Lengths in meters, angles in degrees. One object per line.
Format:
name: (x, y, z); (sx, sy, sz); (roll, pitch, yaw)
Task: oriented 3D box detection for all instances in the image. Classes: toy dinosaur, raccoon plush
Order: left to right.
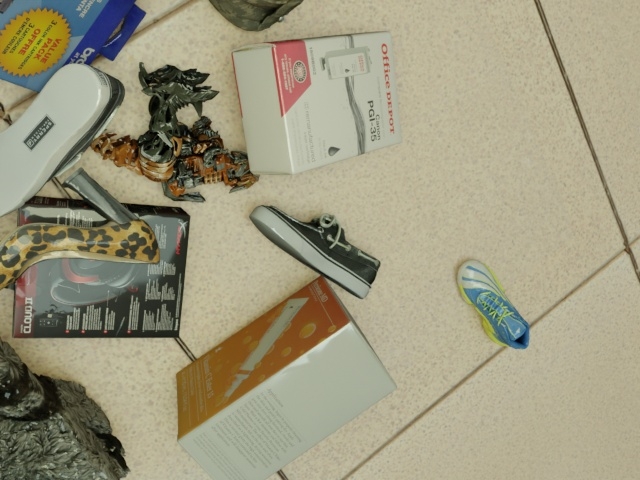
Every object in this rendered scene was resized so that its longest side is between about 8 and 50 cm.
raccoon plush: (-0.531, 0.343, 1.003); (0.299, 0.216, 0.446); (-34, 112, -7)
toy dinosaur: (-0.249, -0.166, 1.036); (0.321, 0.164, 0.219); (-4, 120, -41)

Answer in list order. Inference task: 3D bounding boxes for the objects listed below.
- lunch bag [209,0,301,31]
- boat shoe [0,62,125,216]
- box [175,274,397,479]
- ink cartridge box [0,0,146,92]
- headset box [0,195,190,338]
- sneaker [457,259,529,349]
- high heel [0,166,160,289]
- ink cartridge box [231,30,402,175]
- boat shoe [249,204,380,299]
lunch bag: (-0.101, -0.463, 0.939); (0.212, 0.305, 0.256); (-23, 106, -14)
boat shoe: (-0.410, -0.139, 0.926); (0.301, 0.102, 0.108); (-43, 86, 12)
box: (-0.072, 0.255, 1.132); (0.345, 0.215, 0.168); (-34, 113, -1)
ink cartridge box: (-0.396, -0.356, 0.817); (0.151, 0.395, 0.270); (44, 102, 14)
headset box: (-0.379, 0.045, 1.043); (0.293, 0.110, 0.218); (3, 100, -23)
sneaker: (0.394, 0.146, 1.372); (0.091, 0.126, 0.240); (-40, 114, -9)
high heel: (-0.375, 0.043, 0.928); (0.186, 0.093, 0.261); (45, 73, -16)
ink cartridge box: (0.004, -0.243, 1.075); (0.283, 0.117, 0.207); (-22, 111, -40)
boat shoe: (0.002, 0.001, 1.190); (0.306, 0.113, 0.105); (35, 82, -28)
